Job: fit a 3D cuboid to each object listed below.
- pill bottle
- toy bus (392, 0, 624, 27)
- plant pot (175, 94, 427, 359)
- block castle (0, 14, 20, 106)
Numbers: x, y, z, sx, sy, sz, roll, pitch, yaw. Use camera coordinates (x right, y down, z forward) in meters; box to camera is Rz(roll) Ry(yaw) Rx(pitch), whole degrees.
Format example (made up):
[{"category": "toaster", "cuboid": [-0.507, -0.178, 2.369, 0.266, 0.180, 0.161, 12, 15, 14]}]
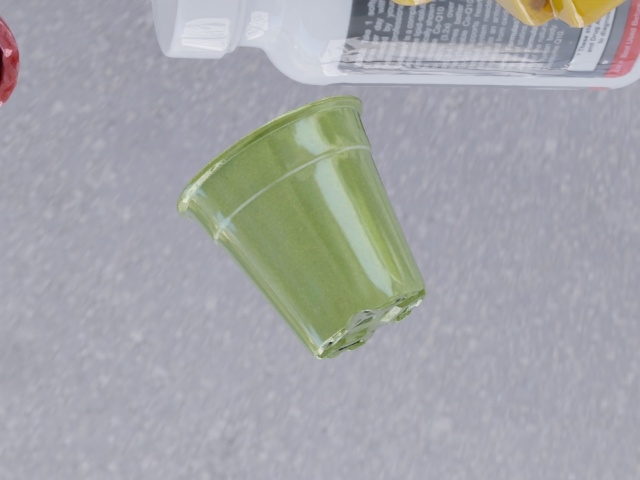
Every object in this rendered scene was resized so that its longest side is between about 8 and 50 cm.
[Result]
[{"category": "pill bottle", "cuboid": [0.065, -0.218, 1.409, 0.363, 0.210, 0.210, 0, 115, -13]}, {"category": "toy bus", "cuboid": [0.035, -0.221, 0.831, 0.130, 0.108, 0.332, -35, 134, -4]}, {"category": "plant pot", "cuboid": [0.000, 0.000, 0.728, 0.083, 0.083, 0.079, -38, 74, 23]}, {"category": "block castle", "cuboid": [-0.252, -0.303, 1.060, 0.303, 0.213, 0.453, 14, 118, -27]}]
